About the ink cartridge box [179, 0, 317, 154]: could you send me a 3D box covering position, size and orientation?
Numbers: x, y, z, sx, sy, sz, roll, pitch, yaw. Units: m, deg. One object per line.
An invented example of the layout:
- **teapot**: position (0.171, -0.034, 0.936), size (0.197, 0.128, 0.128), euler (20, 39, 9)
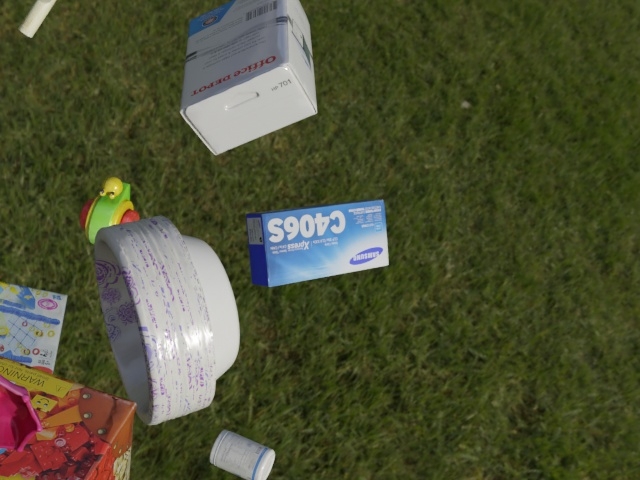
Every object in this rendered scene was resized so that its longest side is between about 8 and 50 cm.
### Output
- **ink cartridge box**: position (-0.085, -0.211, 0.894), size (0.139, 0.082, 0.191), euler (-19, 47, 16)

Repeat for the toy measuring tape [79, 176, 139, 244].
- **toy measuring tape**: position (-0.456, 0.006, 1.615), size (0.121, 0.330, 0.121), euler (8, 40, -7)

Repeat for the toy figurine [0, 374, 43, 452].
- **toy figurine**: position (-0.240, 0.161, 0.497), size (0.173, 0.130, 0.159), euler (28, 33, -60)

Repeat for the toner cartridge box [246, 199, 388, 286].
- **toner cartridge box**: position (0.000, 0.000, 1.746), size (0.347, 0.075, 0.165), euler (-9, 98, -34)

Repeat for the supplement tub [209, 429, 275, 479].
- **supplement tub**: position (-0.147, 0.409, 1.413), size (0.107, 0.071, 0.071), euler (19, 49, 15)

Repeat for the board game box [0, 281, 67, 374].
- **board game box**: position (-0.636, 0.180, 1.359), size (0.301, 0.086, 0.308), euler (14, 23, -20)

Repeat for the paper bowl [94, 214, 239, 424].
- **paper bowl**: position (-0.215, 0.105, 1.068), size (0.148, 0.284, 0.284), euler (-15, 65, -26)

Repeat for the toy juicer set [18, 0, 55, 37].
- **toy juicer set**: position (-0.628, -0.476, 1.379), size (0.328, 0.209, 0.089), euler (14, 12, -10)

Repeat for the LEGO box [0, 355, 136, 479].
- **LEGO box**: position (-0.486, 0.262, 0.706), size (0.500, 0.193, 0.372), euler (17, 34, 6)
